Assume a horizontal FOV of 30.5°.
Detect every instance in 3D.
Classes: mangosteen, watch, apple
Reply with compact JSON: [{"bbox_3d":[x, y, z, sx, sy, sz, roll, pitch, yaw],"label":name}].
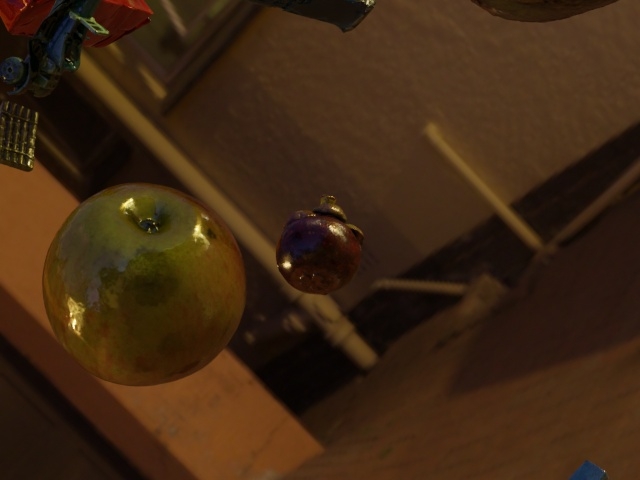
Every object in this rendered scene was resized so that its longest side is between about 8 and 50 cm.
[{"bbox_3d":[-0.008,0.009,2.039,0.145,0.156,0.181,-38,39,17],"label":"mangosteen"},{"bbox_3d":[-0.043,-0.363,1.531,0.068,0.274,0.276,-39,32,34],"label":"watch"},{"bbox_3d":[-0.167,0.037,1.108,0.196,0.196,0.196,-44,6,6],"label":"apple"}]

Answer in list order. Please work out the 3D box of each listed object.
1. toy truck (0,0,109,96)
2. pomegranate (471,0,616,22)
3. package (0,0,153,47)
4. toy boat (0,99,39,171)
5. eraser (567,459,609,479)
[{"bbox_3d":[-0.279,-0.217,1.280,0.154,0.078,0.080,-58,-10,13],"label":"toy truck"},{"bbox_3d":[0.261,-0.375,1.255,0.285,0.285,0.340,-40,-13,33],"label":"pomegranate"},{"bbox_3d":[-0.400,-0.409,1.773,0.123,0.196,0.423,-30,-1,15],"label":"package"},{"bbox_3d":[-0.469,-0.161,1.813,0.016,0.063,0.115,-41,42,41],"label":"toy boat"},{"bbox_3d":[0.361,0.427,1.633,0.144,0.042,0.312,-48,-37,-15],"label":"eraser"}]
